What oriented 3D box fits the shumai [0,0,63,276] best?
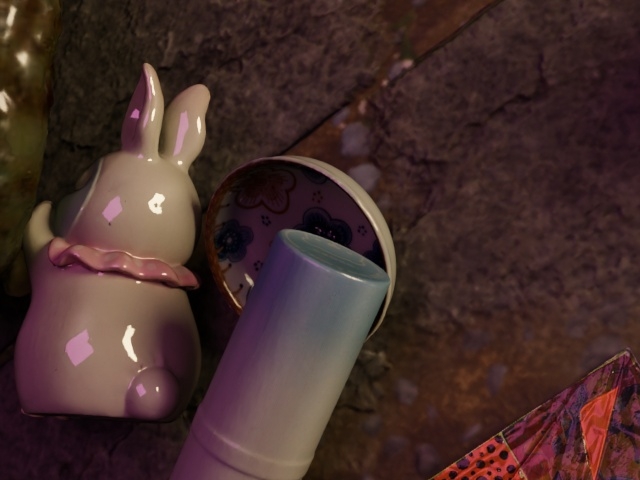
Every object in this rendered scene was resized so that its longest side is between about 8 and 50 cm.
[{"bbox_3d":[-0.378,-0.147,0.671,0.395,0.348,0.395,-10,77,50],"label":"shumai"}]

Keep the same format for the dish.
[{"bbox_3d":[0.000,0.000,0.706,0.141,0.078,0.141,13,117,26],"label":"dish"}]

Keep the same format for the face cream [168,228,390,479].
[{"bbox_3d":[-0.041,0.120,0.637,0.077,0.077,0.250,31,103,28],"label":"face cream"}]

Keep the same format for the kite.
[{"bbox_3d":[0.171,0.123,0.623,0.222,0.008,0.125,11,77,26],"label":"kite"}]

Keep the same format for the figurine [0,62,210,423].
[{"bbox_3d":[-0.144,0.007,0.730,0.155,0.127,0.236,-16,66,56],"label":"figurine"}]
